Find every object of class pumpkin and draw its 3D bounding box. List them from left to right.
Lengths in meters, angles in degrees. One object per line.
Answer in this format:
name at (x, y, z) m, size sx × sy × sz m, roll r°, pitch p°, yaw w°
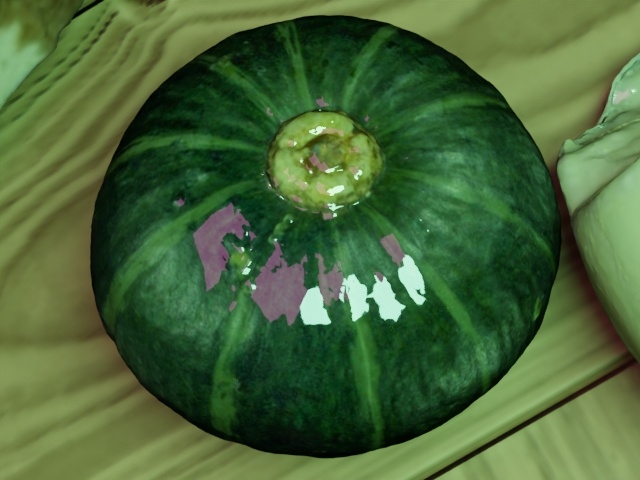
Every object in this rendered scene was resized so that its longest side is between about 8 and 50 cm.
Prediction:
pumpkin at (0.000, -0.002, 0.593) m, size 0.167 × 0.125 × 0.167 m, roll 1°, pitch 74°, yaw -5°

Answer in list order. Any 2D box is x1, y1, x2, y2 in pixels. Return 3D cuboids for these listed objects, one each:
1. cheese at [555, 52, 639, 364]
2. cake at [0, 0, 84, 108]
cheese at (0.220, -0.026, 0.544) m, size 0.266 × 0.127 × 0.233 m, roll -32°, pitch 67°, yaw 2°
cake at (-0.217, -0.208, 0.630) m, size 0.256 × 0.282 × 0.290 m, roll 31°, pitch 89°, yaw 26°
